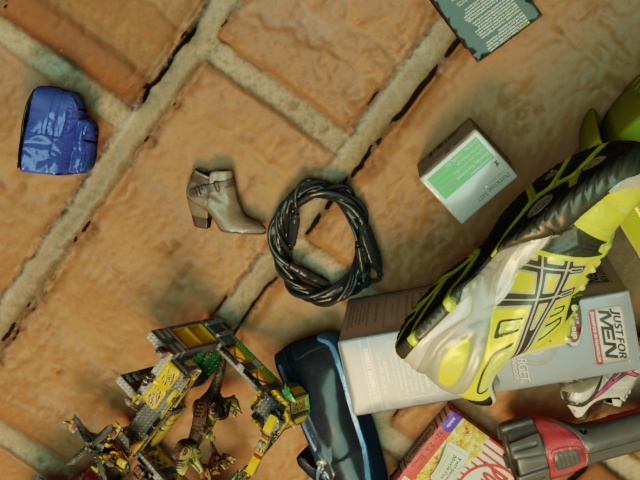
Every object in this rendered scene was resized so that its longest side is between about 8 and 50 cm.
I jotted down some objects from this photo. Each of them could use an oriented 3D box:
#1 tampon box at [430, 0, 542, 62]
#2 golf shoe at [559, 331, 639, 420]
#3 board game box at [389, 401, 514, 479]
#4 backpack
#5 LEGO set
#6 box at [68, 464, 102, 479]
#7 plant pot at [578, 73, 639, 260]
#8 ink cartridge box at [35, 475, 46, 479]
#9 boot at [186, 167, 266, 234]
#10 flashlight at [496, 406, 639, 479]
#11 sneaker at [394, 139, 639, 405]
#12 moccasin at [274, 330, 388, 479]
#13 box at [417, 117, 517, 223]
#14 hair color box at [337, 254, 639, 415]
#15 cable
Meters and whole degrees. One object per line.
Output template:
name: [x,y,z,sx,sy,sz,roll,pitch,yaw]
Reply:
tampon box: [0.189,-0.323,1.381,0.101,0.120,0.161,-36,100,13]
golf shoe: [0.404,0.183,1.502,0.186,0.067,0.086,-21,95,-24]
board game box: [0.221,0.353,1.598,0.193,0.045,0.147,36,96,-6]
backpack: [-0.356,-0.150,1.495,0.101,0.098,0.120,5,94,-6]
LEGO set: [-0.195,0.268,1.508,0.331,0.192,0.255,-45,73,23]
box: [-0.317,0.478,1.588,0.123,0.128,0.257,-33,99,11]
plant pot: [0.455,-0.104,1.372,0.207,0.227,0.228,-32,100,19]
ink cartridge box: [-0.327,0.493,1.689,0.311,0.065,0.186,26,105,-5]
boot: [-0.131,-0.056,1.527,0.118,0.042,0.087,6,104,3]
flashlight: [0.406,0.264,1.525,0.304,0.103,0.103,-16,66,-3]
sneaker: [0.264,0.037,1.296,0.147,0.145,0.384,42,111,-6]
moccasin: [0.021,0.302,1.584,0.117,0.138,0.342,-14,90,13]
box: [0.194,-0.094,1.455,0.101,0.102,0.087,-42,100,13]
hair color box: [0.222,0.124,1.470,0.374,0.185,0.113,-11,103,8]
cable: [0.000,0.000,1.534,0.150,0.047,0.184,-18,106,15]
